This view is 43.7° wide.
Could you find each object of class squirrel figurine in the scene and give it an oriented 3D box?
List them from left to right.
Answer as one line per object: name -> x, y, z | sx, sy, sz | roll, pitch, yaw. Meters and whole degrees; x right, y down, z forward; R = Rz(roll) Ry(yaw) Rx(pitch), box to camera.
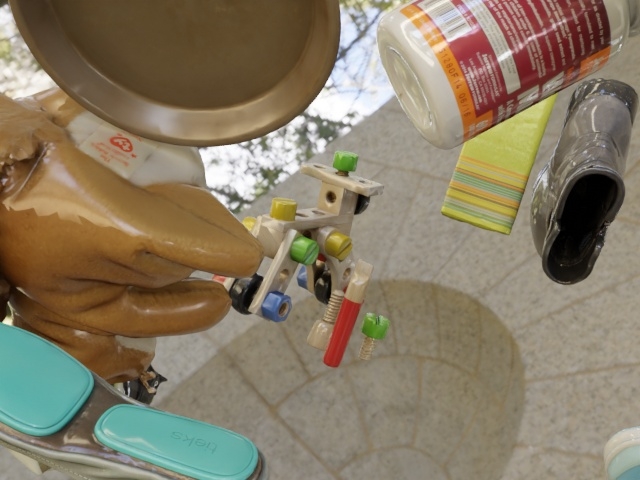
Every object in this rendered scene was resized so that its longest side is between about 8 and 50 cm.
squirrel figurine -> -0.297, 0.030, 0.840 | 0.370, 0.397, 0.281 | -56, -136, 36

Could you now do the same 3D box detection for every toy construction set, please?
toy construction set -> 0.000, 0.000, 1.093 | 0.258, 0.237, 0.309 | 11, 15, -32

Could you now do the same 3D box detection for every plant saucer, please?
plant saucer -> -0.120, -0.194, 0.674 | 0.278, 0.041, 0.277 | 4, -41, 4

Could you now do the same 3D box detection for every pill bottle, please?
pill bottle -> 0.166, -0.174, 0.644 | 0.121, 0.221, 0.121 | 62, -3, 5

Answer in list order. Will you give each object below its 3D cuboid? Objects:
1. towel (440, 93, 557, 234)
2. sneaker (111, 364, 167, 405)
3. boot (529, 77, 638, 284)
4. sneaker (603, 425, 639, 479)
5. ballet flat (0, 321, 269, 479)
towel -> 0.254, -0.131, 1.124 | 0.102, 0.237, 0.021 | 20, -4, 6
sneaker -> -0.247, 0.210, 1.065 | 0.084, 0.097, 0.234 | 17, -69, 57
boot -> 0.324, -0.022, 1.042 | 0.118, 0.222, 0.338 | 10, -41, 17
sneaker -> 0.447, 0.393, 1.059 | 0.127, 0.208, 0.319 | -5, -42, 12
ballet flat -> -0.133, 0.114, 0.450 | 0.213, 0.072, 0.068 | 22, -61, 9
